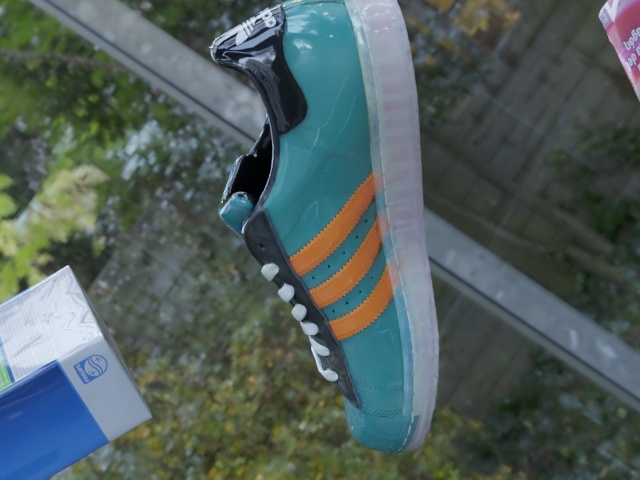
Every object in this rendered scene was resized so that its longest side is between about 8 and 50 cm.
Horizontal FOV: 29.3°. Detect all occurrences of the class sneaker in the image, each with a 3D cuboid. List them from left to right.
[{"bbox_3d":[0.000,0.000,0.754,0.108,0.121,0.302,-118,20,-68],"label":"sneaker"}]

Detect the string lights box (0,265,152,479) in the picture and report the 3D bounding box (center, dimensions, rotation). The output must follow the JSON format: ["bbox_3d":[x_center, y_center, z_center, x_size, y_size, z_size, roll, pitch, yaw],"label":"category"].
[{"bbox_3d":[-0.258,0.131,0.837,0.260,0.076,0.133,-30,28,-8],"label":"string lights box"}]

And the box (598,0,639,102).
[{"bbox_3d":[0.294,-0.169,0.741,0.128,0.122,0.257,-14,-20,-19],"label":"box"}]
